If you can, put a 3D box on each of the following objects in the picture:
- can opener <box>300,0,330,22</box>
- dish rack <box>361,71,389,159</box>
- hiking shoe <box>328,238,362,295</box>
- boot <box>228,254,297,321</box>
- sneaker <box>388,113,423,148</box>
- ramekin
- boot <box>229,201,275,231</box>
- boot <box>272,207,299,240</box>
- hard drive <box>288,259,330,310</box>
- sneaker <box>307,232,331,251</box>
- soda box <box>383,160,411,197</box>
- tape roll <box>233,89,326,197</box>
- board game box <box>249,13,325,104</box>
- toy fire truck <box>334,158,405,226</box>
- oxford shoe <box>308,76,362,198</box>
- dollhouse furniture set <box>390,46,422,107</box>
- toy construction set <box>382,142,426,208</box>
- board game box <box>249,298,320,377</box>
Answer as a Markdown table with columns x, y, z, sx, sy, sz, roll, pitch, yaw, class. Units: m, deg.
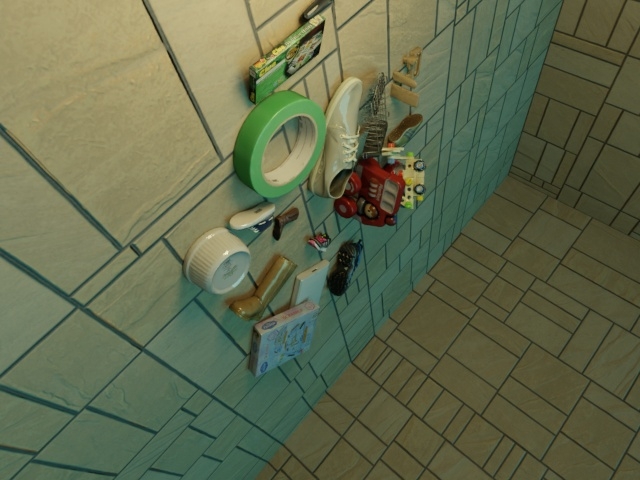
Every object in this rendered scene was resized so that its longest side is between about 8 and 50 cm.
| x | y | z | sx | sy | sz | roll | pitch | yaw | class |
| --- | --- | --- | --- | --- | --- | --- | --- | --- | --- |
| 0.013 | -0.647 | 1.250 | 0.186 | 0.073 | 0.059 | -50 | -167 | -4 | can opener |
| 0.195 | -0.449 | 1.686 | 0.271 | 0.074 | 0.208 | 77 | 24 | -50 | dish rack |
| 0.137 | 0.145 | 2.324 | 0.132 | 0.113 | 0.304 | -20 | 138 | -49 | hiking shoe |
| -0.216 | 0.175 | 1.800 | 0.269 | 0.089 | 0.236 | -55 | 165 | 0 | boot |
| 0.368 | -0.467 | 2.051 | 0.192 | 0.064 | 0.086 | -42 | 153 | -15 | sneaker |
| -0.314 | 0.073 | 1.476 | 0.207 | 0.109 | 0.207 | -40 | 150 | -28 | ramekin |
| -0.218 | -0.054 | 1.529 | 0.190 | 0.069 | 0.086 | -31 | 143 | -44 | boot |
| -0.123 | -0.061 | 1.730 | 0.114 | 0.037 | 0.106 | -36 | 151 | -43 | boot |
| -0.060 | 0.249 | 2.199 | 0.203 | 0.040 | 0.307 | -29 | 143 | -42 | hard drive |
| 0.000 | 0.000 | 1.980 | 0.074 | 0.063 | 0.170 | -57 | 159 | 5 | sneaker |
| 0.381 | -0.293 | 2.240 | 0.083 | 0.092 | 0.263 | -52 | 154 | 1 | soda box |
| -0.116 | -0.285 | 1.423 | 0.321 | 0.077 | 0.321 | -41 | 151 | -28 | tape roll |
| -0.088 | -0.478 | 1.247 | 0.259 | 0.030 | 0.136 | -45 | 175 | -21 | board game box |
| 0.209 | -0.173 | 1.905 | 0.169 | 0.254 | 0.302 | -36 | 148 | -34 | toy fire truck |
| 0.077 | -0.336 | 1.635 | 0.169 | 0.130 | 0.449 | -21 | 137 | -46 | oxford shoe |
| 0.367 | -0.620 | 1.790 | 0.151 | 0.123 | 0.144 | -41 | 151 | -26 | dollhouse furniture set |
| 0.346 | -0.261 | 2.040 | 0.151 | 0.215 | 0.327 | -51 | 139 | -66 | toy construction set |
| -0.168 | 0.450 | 2.163 | 0.318 | 0.066 | 0.318 | -20 | 138 | -35 | board game box |
